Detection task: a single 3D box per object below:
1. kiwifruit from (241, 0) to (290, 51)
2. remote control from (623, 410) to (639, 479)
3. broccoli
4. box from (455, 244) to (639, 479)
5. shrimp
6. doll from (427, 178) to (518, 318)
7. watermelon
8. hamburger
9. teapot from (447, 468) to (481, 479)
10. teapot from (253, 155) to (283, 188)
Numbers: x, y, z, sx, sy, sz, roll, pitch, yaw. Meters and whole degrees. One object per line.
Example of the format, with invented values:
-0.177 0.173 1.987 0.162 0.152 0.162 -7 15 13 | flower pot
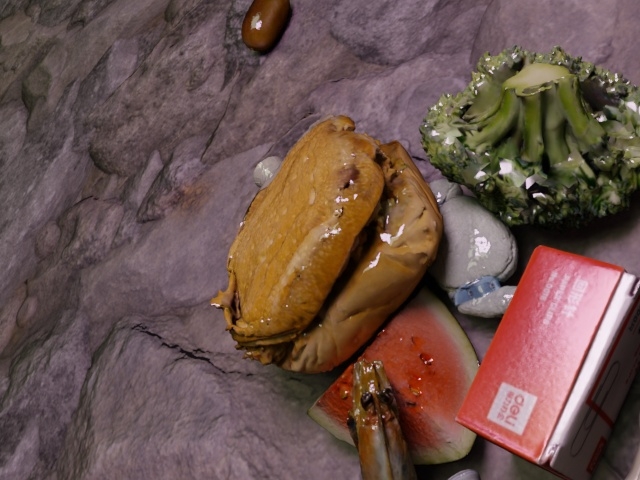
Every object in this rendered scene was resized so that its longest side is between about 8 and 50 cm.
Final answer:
-0.101 -0.402 1.216 0.075 0.075 0.124 16 79 43 | kiwifruit
0.294 0.193 0.558 0.074 0.032 0.122 14 73 43 | remote control
0.234 -0.105 0.692 0.198 0.176 0.226 -55 29 -10 | broccoli
0.220 0.114 0.595 0.099 0.133 0.182 20 76 43 | box
0.057 0.216 0.643 0.051 0.217 0.115 -16 11 -17 | shrimp
0.163 0.008 0.749 0.103 0.071 0.214 -39 46 13 | doll
0.075 0.160 0.717 0.145 0.137 0.193 124 150 -43 | watermelon
0.000 0.000 0.795 0.318 0.158 0.319 -43 28 29 | hamburger
0.161 0.286 0.555 0.077 0.107 0.200 -52 44 8 | teapot
-0.055 -0.085 1.002 0.067 0.057 0.083 -28 49 -16 | teapot
